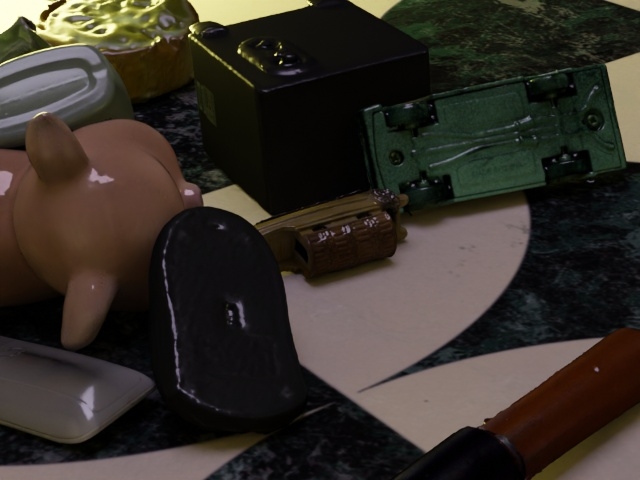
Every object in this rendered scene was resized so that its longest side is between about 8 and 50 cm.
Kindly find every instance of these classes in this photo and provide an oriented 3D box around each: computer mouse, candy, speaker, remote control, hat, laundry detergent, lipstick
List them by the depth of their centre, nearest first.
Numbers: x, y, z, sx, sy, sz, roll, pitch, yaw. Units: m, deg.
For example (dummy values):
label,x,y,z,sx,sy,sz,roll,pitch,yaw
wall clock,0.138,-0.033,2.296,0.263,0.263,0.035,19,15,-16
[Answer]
label,x,y,z,sx,sy,sz,roll,pitch,yaw
lipstick,0.172,0.171,1.373,0.077,0.077,0.418,19,33,39
computer mouse,-0.098,0.088,1.549,0.137,0.086,0.270,3,47,-18
remote control,-0.311,0.124,1.563,0.313,0.055,0.109,12,30,30
laundry detergent,-0.321,-0.114,1.878,0.215,0.105,0.280,-21,-16,-10
speaker,-0.014,-0.178,1.997,0.232,0.184,0.254,-15,30,-21
hat,-0.337,-0.161,2.067,0.149,0.214,0.245,-36,48,5
candy,-0.295,-0.284,2.329,0.260,0.118,0.260,-3,29,2

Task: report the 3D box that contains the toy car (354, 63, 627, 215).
label,x,y,z,sx,sy,sz,roll,pitch,yaw
toy car,0.200,-0.113,1.900,0.320,0.141,0.097,-12,-1,-14

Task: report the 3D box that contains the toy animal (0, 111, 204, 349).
label,x,y,z,sx,sy,sz,roll,pitch,yaw
toy animal,-0.285,-0.020,1.693,0.326,0.237,0.269,-8,8,-4

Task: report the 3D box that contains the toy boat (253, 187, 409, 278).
label,x,y,z,sx,sy,sz,roll,pitch,yaw
toy boat,0.000,0.000,1.759,0.226,0.068,0.088,-15,34,-23
